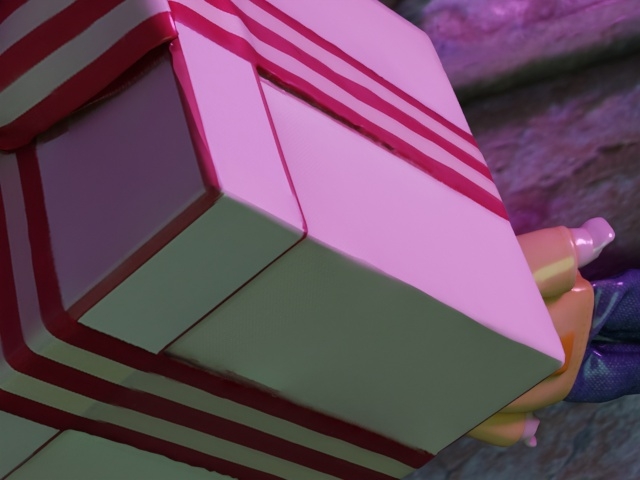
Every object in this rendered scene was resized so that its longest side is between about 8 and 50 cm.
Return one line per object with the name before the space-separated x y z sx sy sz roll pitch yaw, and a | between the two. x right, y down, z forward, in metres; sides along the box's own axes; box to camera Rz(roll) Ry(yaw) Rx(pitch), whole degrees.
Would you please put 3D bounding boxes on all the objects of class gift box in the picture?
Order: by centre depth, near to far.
gift box | -0.089 -0.016 0.708 0.255 0.276 0.258 -43 138 21

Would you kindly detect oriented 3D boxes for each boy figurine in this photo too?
boy figurine | 0.132 0.063 0.987 0.285 0.092 0.177 -1 126 -32
